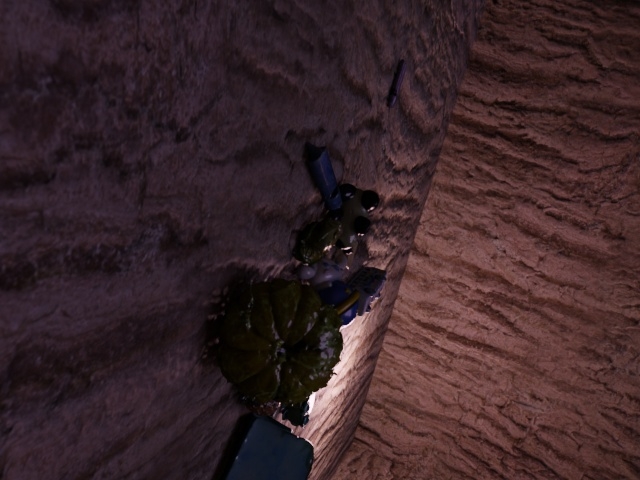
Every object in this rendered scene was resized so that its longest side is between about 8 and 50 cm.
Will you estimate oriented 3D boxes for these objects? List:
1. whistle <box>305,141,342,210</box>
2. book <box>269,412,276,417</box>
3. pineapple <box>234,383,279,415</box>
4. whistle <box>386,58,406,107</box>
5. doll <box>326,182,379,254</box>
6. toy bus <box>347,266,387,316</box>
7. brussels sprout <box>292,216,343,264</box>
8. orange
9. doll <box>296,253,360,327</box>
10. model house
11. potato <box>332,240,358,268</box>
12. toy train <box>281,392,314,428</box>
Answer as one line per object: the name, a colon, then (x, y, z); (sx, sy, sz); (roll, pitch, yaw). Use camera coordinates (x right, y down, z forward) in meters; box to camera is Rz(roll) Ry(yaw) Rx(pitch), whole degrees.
whistle: (0.012, -0.176, 1.383); (0.062, 0.062, 0.304); (-65, 161, -17)
book: (-0.138, 0.455, 1.518); (0.012, 0.118, 0.172); (40, 62, -27)
pineapple: (-0.179, 0.433, 1.380); (0.108, 0.108, 0.198); (-64, 155, -21)
whistle: (0.282, -0.576, 1.806); (0.033, 0.033, 0.177); (-1, 109, -71)
doll: (0.097, -0.075, 1.601); (0.135, 0.143, 0.234); (104, 7, -68)
toy bus: (0.196, 0.217, 2.180); (0.329, 0.135, 0.109); (-36, 144, -61)
brussels sprout: (-0.002, -0.002, 1.465); (0.181, 0.100, 0.139); (-54, 166, -44)
orange: (-0.087, 0.229, 1.151); (0.223, 0.300, 0.301); (-118, -141, -77)
doll: (0.032, 0.158, 1.601); (0.159, 0.242, 0.311); (-46, 178, 27)
model house: (-0.177, 0.693, 1.515); (0.261, 0.225, 0.241); (-64, -170, -16)
potato: (0.093, 0.041, 1.833); (0.122, 0.061, 0.086); (-69, 159, -10)
toy train: (-0.077, 0.601, 1.834); (0.154, 0.107, 0.198); (-60, 160, -51)
